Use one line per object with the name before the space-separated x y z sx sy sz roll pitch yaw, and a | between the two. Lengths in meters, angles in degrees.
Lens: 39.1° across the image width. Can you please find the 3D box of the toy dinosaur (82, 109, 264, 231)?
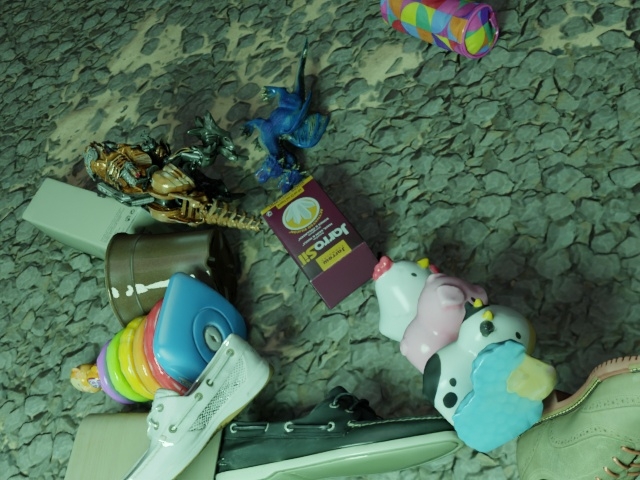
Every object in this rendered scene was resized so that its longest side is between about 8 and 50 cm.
toy dinosaur | -0.238 -0.087 1.495 0.322 0.164 0.218 44 40 8

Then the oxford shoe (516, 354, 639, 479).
oxford shoe | 0.316 0.208 0.929 0.123 0.348 0.130 15 63 -10

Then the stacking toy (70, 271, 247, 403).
stacking toy | -0.273 0.184 1.365 0.302 0.175 0.166 -20 44 30

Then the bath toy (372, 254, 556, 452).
bath toy | 0.156 0.107 1.117 0.151 0.129 0.348 -34 25 -3

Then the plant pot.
plant pot | -0.230 0.054 1.428 0.165 0.167 0.167 -11 50 13

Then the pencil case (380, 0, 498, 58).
pencil case | 0.206 -0.398 1.581 0.104 0.104 0.236 -44 48 -9

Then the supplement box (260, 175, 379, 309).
supplement box | 0.000 0.000 1.389 0.104 0.081 0.188 -36 46 -2

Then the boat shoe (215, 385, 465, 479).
boat shoe | 0.016 0.246 1.155 0.340 0.127 0.113 -20 59 27

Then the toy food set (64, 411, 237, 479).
toy food set | -0.241 0.375 1.235 0.219 0.092 0.306 -3 54 13

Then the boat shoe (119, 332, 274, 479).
boat shoe | -0.186 0.233 1.185 0.277 0.096 0.098 -45 8 -27

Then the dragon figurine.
dragon figurine | -0.043 -0.213 1.577 0.144 0.085 0.289 20 71 36

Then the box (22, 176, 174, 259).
box | -0.396 -0.026 1.605 0.275 0.113 0.094 17 73 36
